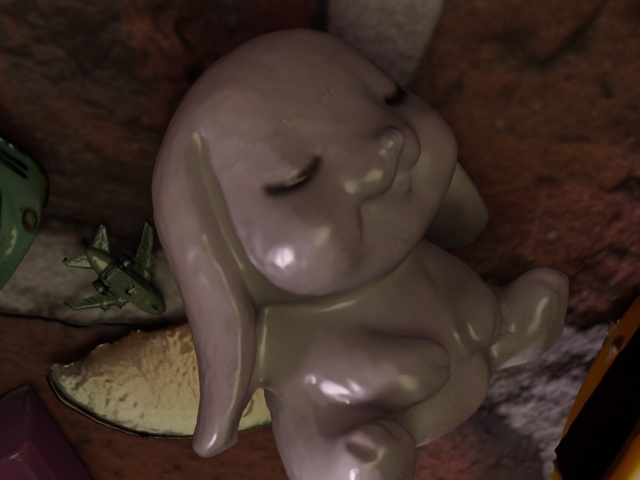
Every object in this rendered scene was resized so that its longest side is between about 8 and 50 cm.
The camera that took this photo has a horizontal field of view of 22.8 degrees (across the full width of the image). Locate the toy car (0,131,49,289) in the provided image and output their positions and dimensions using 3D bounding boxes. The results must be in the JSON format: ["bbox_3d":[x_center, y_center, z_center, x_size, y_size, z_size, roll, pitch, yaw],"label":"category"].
[{"bbox_3d":[-0.297,0.054,1.030,0.136,0.125,0.306,28,111,-22],"label":"toy car"}]

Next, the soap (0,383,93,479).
[{"bbox_3d":[-0.231,0.250,1.177,0.181,0.081,0.259,-23,120,6],"label":"soap"}]

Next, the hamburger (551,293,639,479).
[{"bbox_3d":[0.281,0.140,1.069,0.179,0.294,0.276,30,100,-6],"label":"hamburger"}]

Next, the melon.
[{"bbox_3d":[-0.094,0.096,1.125,0.182,0.054,0.098,-21,114,4],"label":"melon"}]

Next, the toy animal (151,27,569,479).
[{"bbox_3d":[0.000,0.000,0.989,0.271,0.206,0.265,-41,117,-31],"label":"toy animal"}]

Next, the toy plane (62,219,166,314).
[{"bbox_3d":[-0.135,0.027,1.088,0.080,0.033,0.083,-46,117,2],"label":"toy plane"}]
